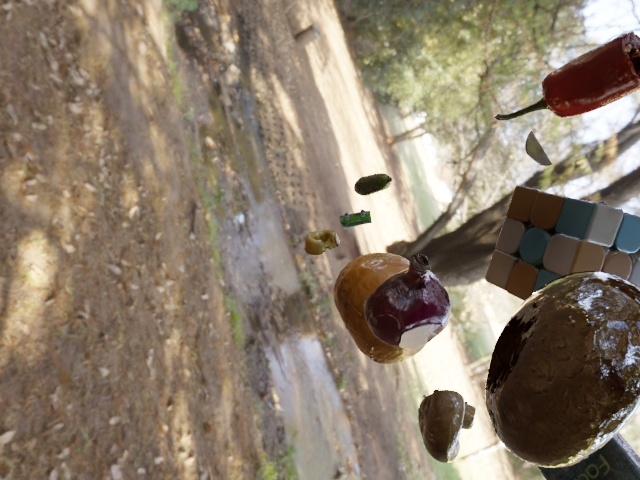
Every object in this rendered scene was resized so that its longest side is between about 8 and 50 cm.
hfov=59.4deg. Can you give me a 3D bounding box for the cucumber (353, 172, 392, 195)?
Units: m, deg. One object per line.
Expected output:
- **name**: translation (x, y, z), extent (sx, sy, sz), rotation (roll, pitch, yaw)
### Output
- **cucumber**: translation (0.170, -0.182, 1.806), extent (0.069, 0.069, 0.227), rotation (66, -20, -7)

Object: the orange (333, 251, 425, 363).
- **orange**: translation (0.205, 0.196, 1.709), extent (0.340, 0.293, 0.340), rotation (61, -2, 4)

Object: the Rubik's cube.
- **Rubik's cube**: translation (0.787, 0.046, 1.746), extent (0.346, 0.347, 0.344), rotation (-143, -112, -66)

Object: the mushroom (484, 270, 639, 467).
- **mushroom**: translation (0.398, 0.199, 0.911), extent (0.345, 0.239, 0.345), rotation (-172, -90, -84)

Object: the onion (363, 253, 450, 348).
- **onion**: translation (0.198, 0.124, 1.177), extent (0.139, 0.195, 0.218), rotation (61, -34, 39)

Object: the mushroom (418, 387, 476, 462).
- **mushroom**: translation (0.341, 0.528, 1.531), extent (0.285, 0.156, 0.151), rotation (78, 19, -50)

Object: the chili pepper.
- **chili pepper**: translation (0.606, -0.361, 1.351), extent (0.134, 0.338, 0.131), rotation (44, 54, -15)

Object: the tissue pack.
- **tissue pack**: translation (0.703, 0.592, 1.444), extent (0.103, 0.228, 0.315), rotation (20, 25, -27)

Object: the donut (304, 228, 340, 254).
- **donut**: translation (0.000, 0.000, 1.644), extent (0.097, 0.108, 0.043), rotation (25, -49, 45)

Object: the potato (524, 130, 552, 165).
- **potato**: translation (0.482, -0.202, 1.268), extent (0.093, 0.036, 0.037), rotation (51, 8, -17)

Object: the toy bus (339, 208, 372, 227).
- **toy bus**: translation (0.093, -0.057, 1.480), extent (0.031, 0.083, 0.037), rotation (-82, 160, -68)
